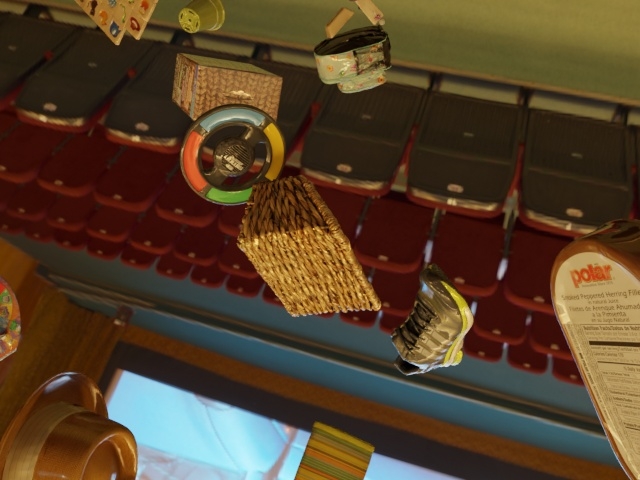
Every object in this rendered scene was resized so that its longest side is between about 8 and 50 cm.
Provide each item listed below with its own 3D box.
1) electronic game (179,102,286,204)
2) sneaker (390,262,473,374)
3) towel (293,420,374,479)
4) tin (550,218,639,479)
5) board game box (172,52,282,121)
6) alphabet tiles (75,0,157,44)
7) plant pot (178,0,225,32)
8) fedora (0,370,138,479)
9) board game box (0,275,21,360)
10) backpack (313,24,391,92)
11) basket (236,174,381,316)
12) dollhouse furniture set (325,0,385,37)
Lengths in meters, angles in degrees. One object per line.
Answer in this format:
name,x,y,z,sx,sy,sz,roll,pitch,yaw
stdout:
electronic game,-0.183,-0.179,1.304,0.229,0.229,0.048,36,-167,-35
sneaker,0.191,0.159,1.097,0.111,0.121,0.300,55,164,39
towel,-0.008,0.386,0.872,0.102,0.237,0.021,29,161,-14
tin,0.196,0.081,0.354,0.040,0.189,0.106,-22,177,-18
board game box,-0.271,-0.425,1.731,0.232,0.141,0.291,1,-159,-26
alphabet tiles,-0.389,-0.500,1.163,0.237,0.009,0.198,46,117,17
plant pot,-0.259,-0.477,1.304,0.083,0.079,0.083,13,129,17
fedora,-0.230,0.220,0.588,0.079,0.194,0.194,6,155,10
board game box,-0.462,0.109,0.770,0.169,0.133,0.033,-32,167,5
backpack,0.079,-0.464,1.584,0.189,0.166,0.144,-9,124,-2
basket,0.000,0.000,1.299,0.223,0.213,0.299,-8,139,23
dollhouse furniture set,0.064,-0.422,1.193,0.081,0.114,0.091,40,-176,-27
